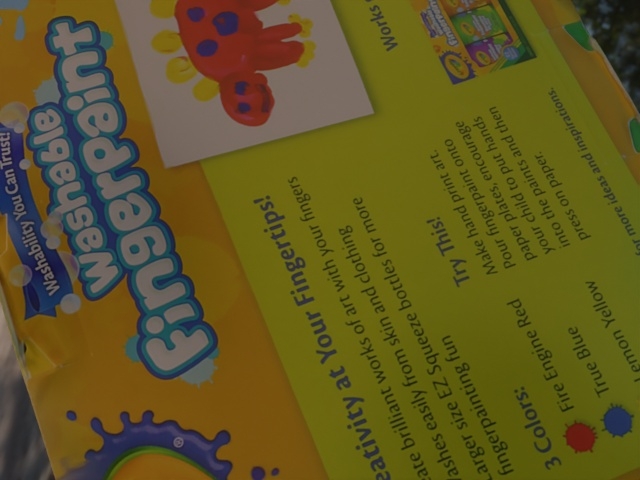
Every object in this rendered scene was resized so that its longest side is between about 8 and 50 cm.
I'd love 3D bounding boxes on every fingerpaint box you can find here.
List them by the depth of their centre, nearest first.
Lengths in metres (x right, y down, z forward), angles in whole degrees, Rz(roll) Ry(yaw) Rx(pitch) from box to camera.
[{"bbox_3d":[0.000,0.000,0.634,0.163,0.371,0.445,95,-27,-66],"label":"fingerpaint box"}]
